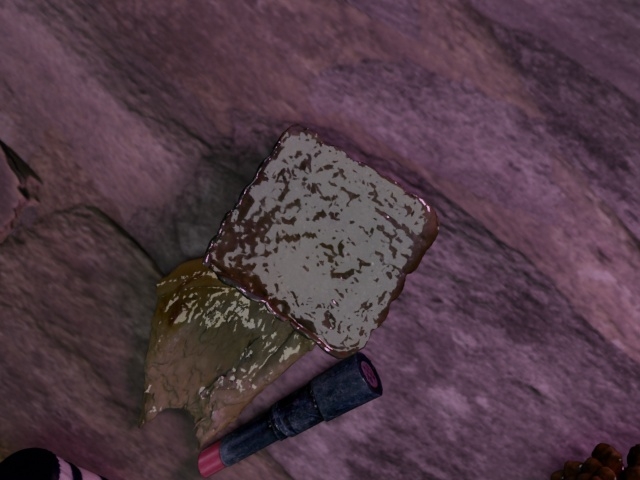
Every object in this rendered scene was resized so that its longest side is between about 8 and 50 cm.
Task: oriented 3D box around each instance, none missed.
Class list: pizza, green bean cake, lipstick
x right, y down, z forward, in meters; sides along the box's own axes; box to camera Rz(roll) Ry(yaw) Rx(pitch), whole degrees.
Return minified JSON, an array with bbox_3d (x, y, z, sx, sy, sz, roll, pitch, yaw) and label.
[{"bbox_3d":[-0.123,0.124,0.886,0.181,0.034,0.262,37,106,-5],"label":"pizza"},{"bbox_3d":[0.000,0.000,0.793,0.181,0.094,0.173,32,94,-2],"label":"green bean cake"},{"bbox_3d":[-0.040,0.202,0.894,0.234,0.053,0.053,-34,99,18],"label":"lipstick"}]

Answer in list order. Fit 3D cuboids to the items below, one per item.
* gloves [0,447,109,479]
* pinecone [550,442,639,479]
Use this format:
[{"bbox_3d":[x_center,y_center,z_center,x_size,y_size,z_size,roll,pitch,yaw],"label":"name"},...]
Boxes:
[{"bbox_3d":[-0.277,0.333,0.927,0.140,0.131,0.218,-24,132,10],"label":"gloves"},{"bbox_3d":[0.344,0.298,0.810,0.212,0.168,0.185,2,64,1],"label":"pinecone"}]
